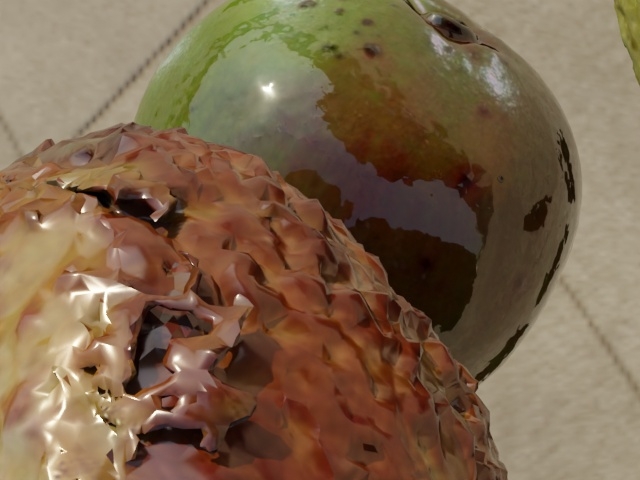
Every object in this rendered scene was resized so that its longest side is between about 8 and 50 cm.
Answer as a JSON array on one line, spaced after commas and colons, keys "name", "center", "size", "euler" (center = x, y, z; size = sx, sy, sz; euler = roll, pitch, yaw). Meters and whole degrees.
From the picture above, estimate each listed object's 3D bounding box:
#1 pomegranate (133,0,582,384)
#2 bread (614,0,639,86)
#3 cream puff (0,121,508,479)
[{"name": "pomegranate", "center": [0.000, 0.000, 0.706], "size": [0.180, 0.180, 0.209], "euler": [49, 125, 26]}, {"name": "bread", "center": [0.139, -0.095, 0.462], "size": [0.110, 0.156, 0.103], "euler": [55, 157, -4]}, {"name": "cream puff", "center": [-0.052, 0.098, 0.401], "size": [0.240, 0.164, 0.240], "euler": [-18, 65, 44]}]
